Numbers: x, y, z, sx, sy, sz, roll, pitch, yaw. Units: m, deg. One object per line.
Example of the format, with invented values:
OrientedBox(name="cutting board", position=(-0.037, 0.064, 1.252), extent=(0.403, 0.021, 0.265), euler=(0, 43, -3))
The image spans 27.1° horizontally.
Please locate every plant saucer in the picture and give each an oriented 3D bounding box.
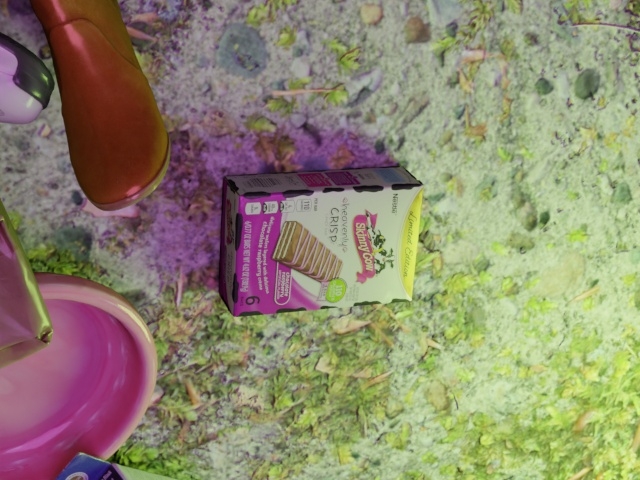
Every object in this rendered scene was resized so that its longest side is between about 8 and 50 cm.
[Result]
OrientedBox(name="plant saucer", position=(-0.350, 0.160, 1.494), extent=(0.332, 0.084, 0.332), euler=(-17, 133, -19))

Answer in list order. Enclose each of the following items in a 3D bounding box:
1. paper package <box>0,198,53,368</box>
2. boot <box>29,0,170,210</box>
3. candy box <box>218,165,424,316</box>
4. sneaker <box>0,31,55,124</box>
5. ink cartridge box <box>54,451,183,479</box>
OrientedBox(name="paper package", position=(-0.450, 0.028, 1.285), extent=(0.309, 0.325, 0.168), euler=(-24, 121, -11))
OrientedBox(name="boot", position=(-0.237, -0.183, 1.293), extent=(0.104, 0.295, 0.211), euler=(-22, 130, 4))
OrientedBox(name="candy box", position=(0.000, 0.000, 1.598), extent=(0.233, 0.071, 0.159), euler=(-5, 115, -20))
OrientedBox(name="sneaker", position=(-0.479, -0.088, 1.213), extent=(0.447, 0.169, 0.258), euler=(8, 78, 0))
OrientedBox(name="ink cartridge box", position=(-0.271, 0.371, 1.634), extent=(0.224, 0.045, 0.223), euler=(26, 110, -45))
